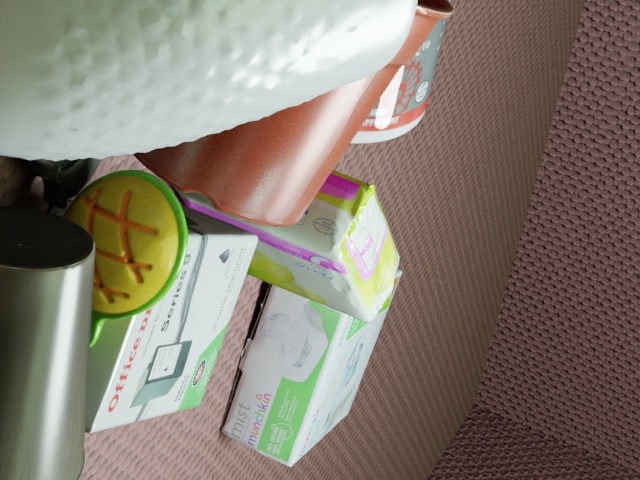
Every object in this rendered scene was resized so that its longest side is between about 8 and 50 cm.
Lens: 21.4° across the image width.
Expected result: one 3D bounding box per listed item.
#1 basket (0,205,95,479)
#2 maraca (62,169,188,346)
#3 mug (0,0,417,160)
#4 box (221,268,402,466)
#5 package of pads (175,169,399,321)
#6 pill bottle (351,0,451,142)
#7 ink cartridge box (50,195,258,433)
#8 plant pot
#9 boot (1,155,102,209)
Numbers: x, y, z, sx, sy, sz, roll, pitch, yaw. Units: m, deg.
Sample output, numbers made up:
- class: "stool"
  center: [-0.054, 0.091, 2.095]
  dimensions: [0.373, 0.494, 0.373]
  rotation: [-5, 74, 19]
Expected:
- class: "basket"
  center: [-0.273, 0.098, 1.471]
  dimensions: [0.204, 0.154, 0.226]
  rotation: [-51, 154, -63]
- class: "maraca"
  center: [-0.195, 0.016, 1.543]
  dimensions: [0.186, 0.127, 0.099]
  rotation: [-41, 162, 23]
- class: "mug"
  center: [-0.152, -0.243, 1.196]
  dimensions: [0.328, 0.276, 0.374]
  rotation: [-23, 106, -28]
- class: "box"
  center: [-0.015, 0.157, 2.456]
  dimensions: [0.231, 0.127, 0.262]
  rotation: [-32, 145, -65]
- class: "package of pads"
  center: [-0.030, -0.017, 1.976]
  dimensions: [0.101, 0.229, 0.296]
  rotation: [-64, 165, -13]
- class: "pill bottle"
  center: [0.048, -0.309, 1.878]
  dimensions: [0.210, 0.210, 0.362]
  rotation: [-47, 154, -53]
- class: "ink cartridge box"
  center: [-0.194, 0.072, 1.740]
  dimensions: [0.211, 0.122, 0.289]
  rotation: [-70, 164, 7]
- class: "plant pot"
  center: [-0.050, -0.174, 1.661]
  dimensions: [0.265, 0.272, 0.272]
  rotation: [-62, 167, 17]
- class: "boot"
  center: [-0.210, -0.161, 1.474]
  dimensions: [0.263, 0.091, 0.229]
  rotation: [-64, 170, -1]
